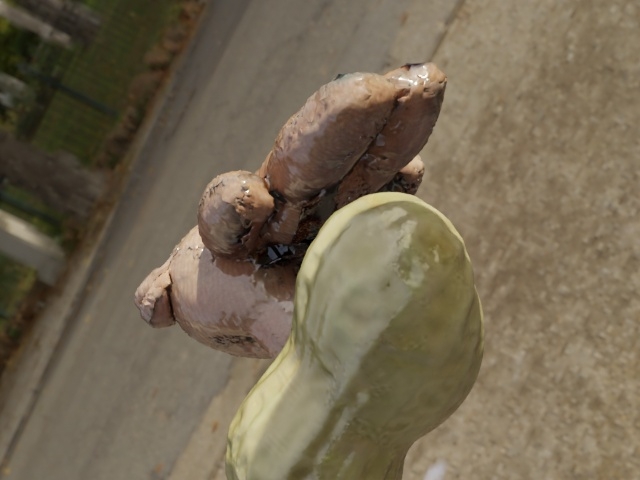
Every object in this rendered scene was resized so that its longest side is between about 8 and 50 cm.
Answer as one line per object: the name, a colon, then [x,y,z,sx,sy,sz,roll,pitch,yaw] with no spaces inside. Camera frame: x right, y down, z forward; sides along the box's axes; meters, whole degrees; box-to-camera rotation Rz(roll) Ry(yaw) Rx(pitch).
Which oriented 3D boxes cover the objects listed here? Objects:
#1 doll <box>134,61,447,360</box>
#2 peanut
doll: [0.000,0.000,0.900,0.303,0.201,0.156,-48,58,48]
peanut: [0.011,0.069,0.479,0.082,0.082,0.187,-102,32,-67]
